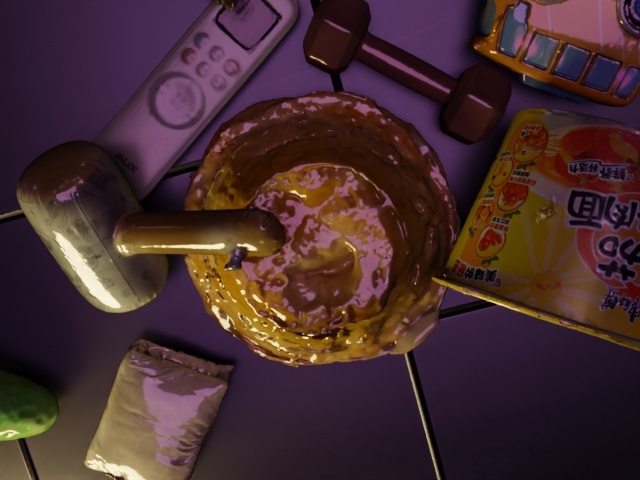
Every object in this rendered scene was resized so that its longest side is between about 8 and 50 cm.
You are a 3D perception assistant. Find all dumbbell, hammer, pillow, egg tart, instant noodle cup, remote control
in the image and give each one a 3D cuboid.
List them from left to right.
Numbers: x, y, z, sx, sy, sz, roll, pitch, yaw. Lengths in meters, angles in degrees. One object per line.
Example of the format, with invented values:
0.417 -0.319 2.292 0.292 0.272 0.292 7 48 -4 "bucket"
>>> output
-0.193 0.215 0.957 0.134 0.078 0.181 23 98 -2 "pillow"
-0.163 -0.007 0.826 0.305 0.113 0.202 4 137 32 "hammer"
-0.147 -0.175 0.909 0.090 0.038 0.309 43 98 -5 "remote control"
-0.001 -0.004 0.891 0.341 0.129 0.341 0 99 0 "egg tart"
0.094 -0.186 0.871 0.231 0.082 0.092 26 64 -3 "dumbbell"
0.268 -0.010 0.822 0.264 0.264 0.200 18 92 -1 "instant noodle cup"

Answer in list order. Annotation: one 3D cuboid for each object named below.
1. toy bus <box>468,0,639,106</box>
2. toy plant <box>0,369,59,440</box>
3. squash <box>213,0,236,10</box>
0.262 -0.224 0.846 0.209 0.126 0.136 20 108 -2 "toy bus"
-0.504 0.111 0.891 0.317 0.210 0.356 -13 111 2 "toy plant"
-0.140 -0.318 0.868 0.090 0.075 0.200 -36 74 -11 "squash"
